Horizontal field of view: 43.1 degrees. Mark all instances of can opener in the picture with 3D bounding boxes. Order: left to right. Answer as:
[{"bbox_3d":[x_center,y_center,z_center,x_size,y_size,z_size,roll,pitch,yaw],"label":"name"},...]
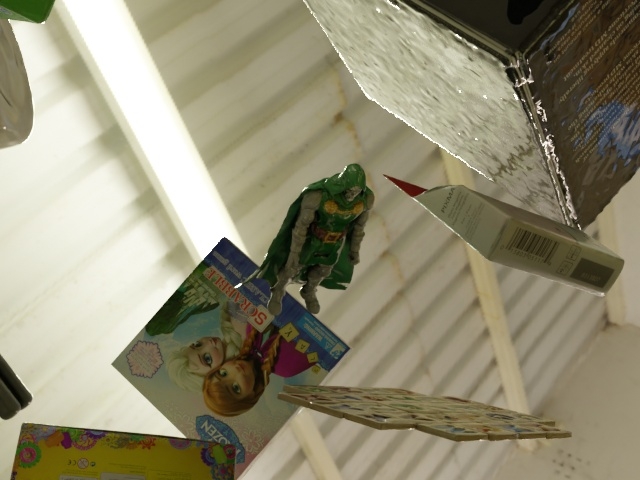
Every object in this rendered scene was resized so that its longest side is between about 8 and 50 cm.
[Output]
[{"bbox_3d":[-0.614,0.191,1.454,0.280,0.093,0.074,59,-157,-5],"label":"can opener"}]

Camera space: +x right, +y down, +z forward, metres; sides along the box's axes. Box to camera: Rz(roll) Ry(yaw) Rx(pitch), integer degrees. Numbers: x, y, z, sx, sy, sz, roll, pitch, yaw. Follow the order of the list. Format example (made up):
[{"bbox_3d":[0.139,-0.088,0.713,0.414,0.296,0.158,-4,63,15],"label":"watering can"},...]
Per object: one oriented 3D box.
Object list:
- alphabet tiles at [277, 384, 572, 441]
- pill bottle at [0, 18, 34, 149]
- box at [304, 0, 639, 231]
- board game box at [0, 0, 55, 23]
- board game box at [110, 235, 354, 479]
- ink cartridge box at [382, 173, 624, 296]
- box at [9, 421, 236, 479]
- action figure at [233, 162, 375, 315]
[{"bbox_3d":[0.129,0.213,1.015,0.342,0.285,0.011,11,-95,-42],"label":"alphabet tiles"},{"bbox_3d":[-0.600,-0.189,1.045,0.392,0.224,0.224,-13,-60,-3],"label":"pill bottle"},{"bbox_3d":[0.230,-0.320,1.132,0.297,0.480,0.472,-47,-33,-3],"label":"box"},{"bbox_3d":[-0.264,-0.184,0.306,0.316,0.242,0.064,22,-86,-31],"label":"board game box"},{"bbox_3d":[-0.161,0.212,1.478,0.318,0.319,0.066,-50,-12,-2],"label":"board game box"},{"bbox_3d":[0.204,-0.030,0.928,0.189,0.232,0.066,16,-67,-32],"label":"ink cartridge box"},{"bbox_3d":[-0.293,0.401,1.151,0.290,0.279,0.177,9,-124,-14],"label":"box"},{"bbox_3d":[0.000,0.000,0.849,0.137,0.063,0.232,-2,-35,-21],"label":"action figure"}]
